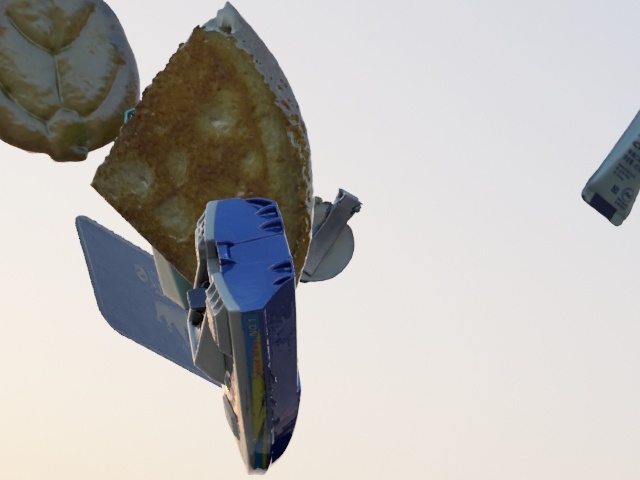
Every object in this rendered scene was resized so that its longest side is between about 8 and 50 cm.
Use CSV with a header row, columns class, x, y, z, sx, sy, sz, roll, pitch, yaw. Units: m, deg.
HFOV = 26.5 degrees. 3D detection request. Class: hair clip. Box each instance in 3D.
class,x,y,z,sx,sy,sz,roll,pitch,yaw
hair clip,0.000,0.000,2.072,0.116,0.172,0.049,33,7,-10

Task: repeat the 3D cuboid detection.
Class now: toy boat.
class,x,y,z,sx,sy,sz,roll,pitch,yaw
toy boat,-0.063,0.107,1.147,0.088,0.129,0.295,-8,-44,-8

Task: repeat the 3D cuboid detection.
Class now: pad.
class,x,y,z,sx,sy,sz,roll,pitch,yaw
pad,-0.212,0.070,2.061,0.063,0.315,0.375,-39,-43,15

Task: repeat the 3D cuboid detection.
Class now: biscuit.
class,x,y,z,sx,sy,sz,roll,pitch,yaw
biscuit,-0.320,-0.220,1.636,0.203,0.260,0.041,-6,-8,-17

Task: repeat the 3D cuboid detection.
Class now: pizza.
class,x,y,z,sx,sy,sz,roll,pitch,yaw
pizza,-0.081,-0.067,1.418,0.268,0.087,0.258,46,-60,9

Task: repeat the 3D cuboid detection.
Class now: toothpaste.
class,x,y,z,sx,sy,sz,roll,pitch,yaw
toothpaste,0.355,-0.116,1.478,0.062,0.216,0.037,36,-15,-12

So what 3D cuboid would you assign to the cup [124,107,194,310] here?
class,x,y,z,sx,sy,sz,roll,pitch,yaw
cup,-0.153,-0.044,1.616,0.134,0.148,0.236,-5,-62,-1
